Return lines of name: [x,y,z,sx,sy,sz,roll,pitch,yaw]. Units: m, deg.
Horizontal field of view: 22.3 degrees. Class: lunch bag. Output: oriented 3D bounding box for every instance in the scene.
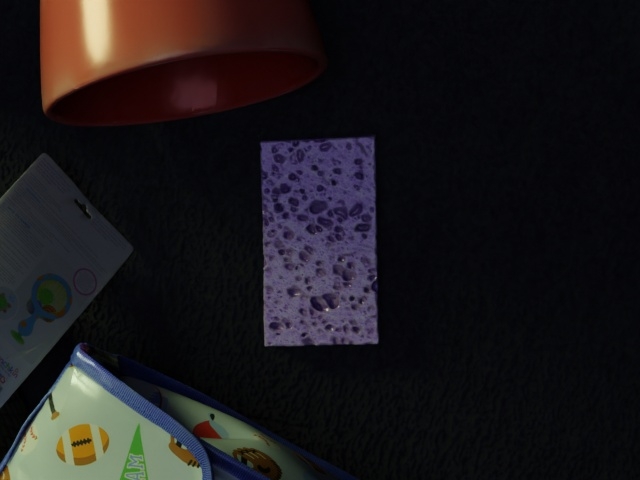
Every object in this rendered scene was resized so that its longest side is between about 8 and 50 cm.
lunch bag: [-0.146,0.321,1.537,0.385,0.239,0.327,32,94,-10]

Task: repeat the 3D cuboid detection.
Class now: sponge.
sponge: [0.000,0.000,1.626,0.117,0.031,0.210,-1,95,5]

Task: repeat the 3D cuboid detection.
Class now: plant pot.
plant pot: [-0.147,-0.254,1.517,0.275,0.275,0.243,-12,85,6]

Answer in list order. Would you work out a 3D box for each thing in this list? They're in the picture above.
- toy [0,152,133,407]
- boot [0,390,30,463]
toy: [-0.303,0.043,1.588,0.056,0.237,0.137,-20,117,47]
boot: [-0.417,0.193,1.655,0.223,0.118,0.338,-12,86,13]
